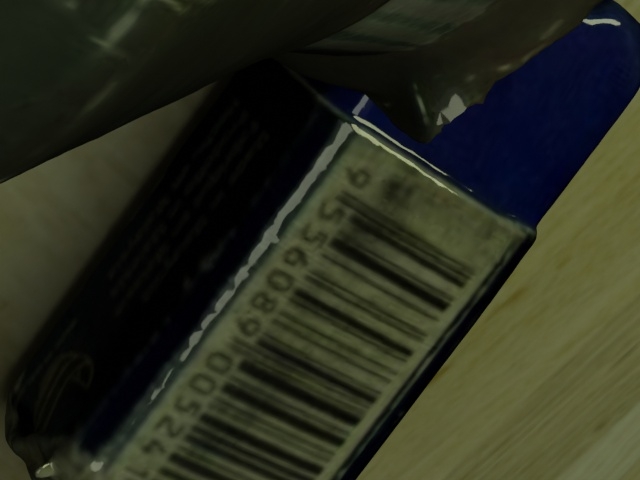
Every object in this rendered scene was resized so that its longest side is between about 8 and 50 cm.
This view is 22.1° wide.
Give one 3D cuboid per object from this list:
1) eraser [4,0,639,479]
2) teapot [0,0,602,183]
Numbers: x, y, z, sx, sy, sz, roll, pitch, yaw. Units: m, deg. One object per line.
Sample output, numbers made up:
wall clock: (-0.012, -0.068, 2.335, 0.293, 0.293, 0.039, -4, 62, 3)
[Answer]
eraser: (0.000, 0.000, 0.760, 0.155, 0.101, 0.332, 29, 100, -37)
teapot: (-0.060, -0.197, 0.470, 0.362, 0.306, 0.376, -5, 89, -58)
